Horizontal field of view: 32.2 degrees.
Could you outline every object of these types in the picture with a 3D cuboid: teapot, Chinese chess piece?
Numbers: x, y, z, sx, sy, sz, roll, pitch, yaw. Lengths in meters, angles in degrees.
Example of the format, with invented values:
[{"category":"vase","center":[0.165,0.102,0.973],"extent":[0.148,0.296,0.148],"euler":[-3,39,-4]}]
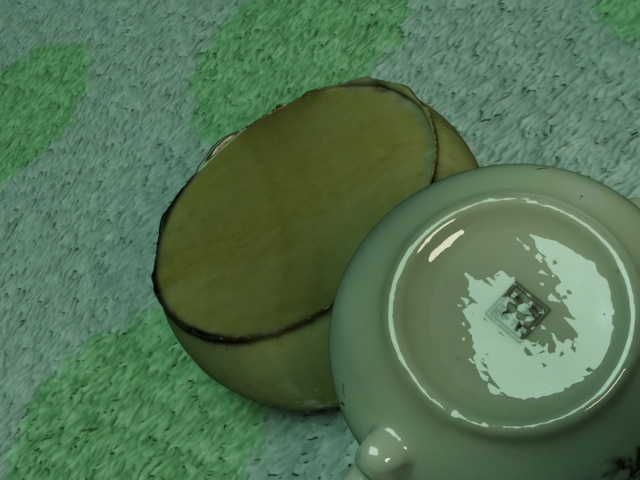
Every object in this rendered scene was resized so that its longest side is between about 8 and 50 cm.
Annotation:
[{"category":"teapot","center":[0.097,0.073,0.645],"extent":[0.208,0.166,0.300],"euler":[44,92,11]},{"category":"Chinese chess piece","center":[0.000,0.000,0.819],"extent":[0.257,0.104,0.257],"euler":[-22,42,22]}]
